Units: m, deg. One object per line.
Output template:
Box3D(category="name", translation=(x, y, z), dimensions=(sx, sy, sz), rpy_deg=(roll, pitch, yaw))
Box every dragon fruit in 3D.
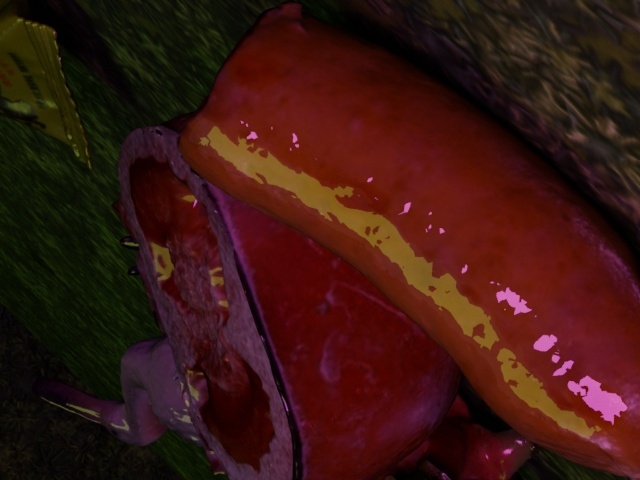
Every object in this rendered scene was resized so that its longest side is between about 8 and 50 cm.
Box3D(category="dragon fruit", translation=(0.070, 0.159, 1.310), dimensions=(0.135, 0.137, 0.236), rpy_deg=(40, 164, 7))

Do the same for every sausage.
Box3D(category="sausage", translation=(0.062, 0.002, 0.895), dimensions=(0.270, 0.109, 0.109), rpy_deg=(42, 167, 12))

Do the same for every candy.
Box3D(category="candy", translation=(-0.240, -0.151, 1.455), dimensions=(0.246, 0.069, 0.149), rpy_deg=(41, 163, 39))

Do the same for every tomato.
Box3D(category="tomato", translation=(0.002, 0.024, 1.037), dimensions=(0.181, 0.155, 0.214), rpy_deg=(-177, 70, -71))

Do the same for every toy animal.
Box3D(category="toy animal", translation=(-0.081, 0.092, 1.392), dimensions=(0.195, 0.090, 0.324), rpy_deg=(38, 148, 0))

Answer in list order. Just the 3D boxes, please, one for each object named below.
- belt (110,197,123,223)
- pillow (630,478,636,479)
Box3D(category="belt", translation=(-0.138, -0.010, 1.655), dimensions=(0.083, 0.036, 0.059), rpy_deg=(53, 172, -31))
Box3D(category="pillow", translation=(0.259, 0.198, 0.979), dimensions=(0.274, 0.076, 0.281), rpy_deg=(45, 174, 31))
